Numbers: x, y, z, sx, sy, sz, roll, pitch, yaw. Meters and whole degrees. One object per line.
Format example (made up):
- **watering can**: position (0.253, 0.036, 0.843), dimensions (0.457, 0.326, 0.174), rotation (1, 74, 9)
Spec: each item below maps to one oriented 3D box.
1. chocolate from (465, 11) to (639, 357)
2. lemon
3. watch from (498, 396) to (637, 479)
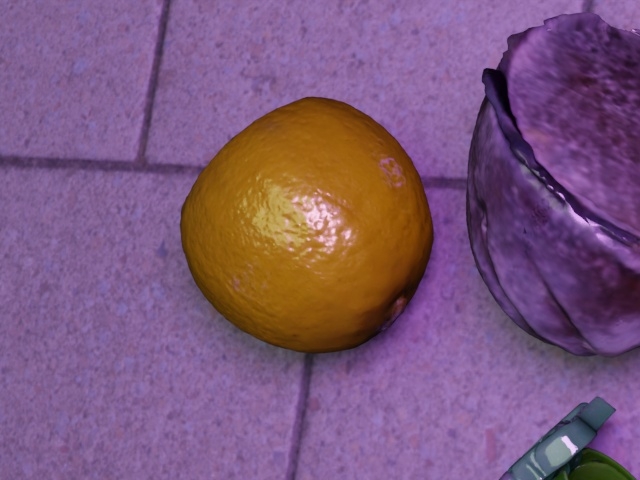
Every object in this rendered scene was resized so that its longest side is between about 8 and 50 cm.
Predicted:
- **chocolate**: position (0.242, -0.021, 1.427), dimensions (0.303, 0.303, 0.213), rotation (56, 139, 29)
- **lemon**: position (0.000, 0.000, 1.591), dimensions (0.240, 0.240, 0.219), rotation (-47, 70, 16)
- **watch**: position (0.237, 0.230, 1.444), dimensions (0.152, 0.165, 0.131), rotation (46, 115, 12)
